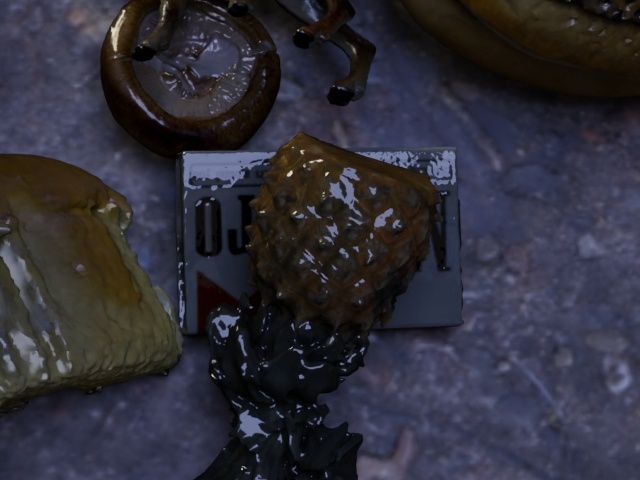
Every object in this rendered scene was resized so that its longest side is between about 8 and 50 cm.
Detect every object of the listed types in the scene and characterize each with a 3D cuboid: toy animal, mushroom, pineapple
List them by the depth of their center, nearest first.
[{"bbox_3d":[-0.009,0.062,1.123,0.119,0.111,0.237,22,95,26],"label":"pineapple"},{"bbox_3d":[-0.085,-0.106,1.220,0.123,0.052,0.123,9,60,-16],"label":"mushroom"},{"bbox_3d":[-0.080,-0.201,1.227,0.243,0.087,0.260,23,35,-31],"label":"toy animal"}]

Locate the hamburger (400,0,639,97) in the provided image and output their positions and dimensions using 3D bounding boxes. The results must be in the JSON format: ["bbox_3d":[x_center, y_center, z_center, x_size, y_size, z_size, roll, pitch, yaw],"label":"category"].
[{"bbox_3d":[0.183,-0.241,1.259,0.284,0.174,0.304,20,67,-6],"label":"hamburger"}]

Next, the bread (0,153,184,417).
[{"bbox_3d":[-0.206,0.035,1.100,0.251,0.133,0.174,-19,77,-18],"label":"bread"}]

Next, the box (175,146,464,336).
[{"bbox_3d":[0.000,0.000,1.193,0.177,0.036,0.115,-1,92,-12],"label":"box"}]
